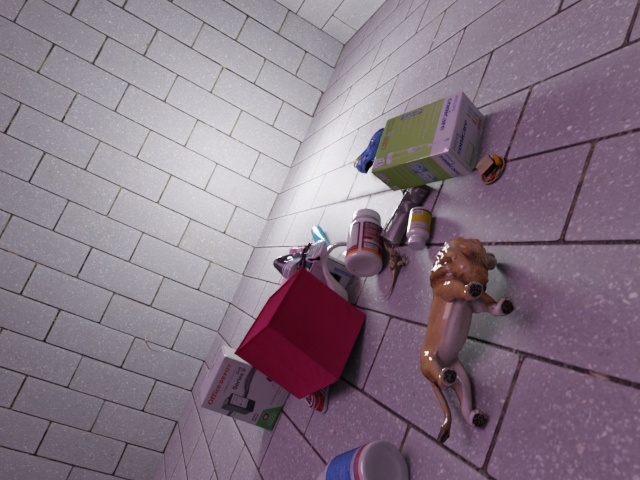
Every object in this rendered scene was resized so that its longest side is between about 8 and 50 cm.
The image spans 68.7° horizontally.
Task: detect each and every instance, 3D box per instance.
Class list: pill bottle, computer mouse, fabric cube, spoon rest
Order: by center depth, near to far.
[{"bbox_3d":[0.081,0.528,1.033,0.221,0.124,0.124,-45,26,44],"label":"pill bottle"},{"bbox_3d":[0.279,-0.032,1.330,0.065,0.065,0.116,-38,31,54],"label":"pill bottle"},{"bbox_3d":[-0.063,0.291,1.452,0.259,0.258,0.254,-45,12,47],"label":"fabric cube"},{"bbox_3d":[0.149,0.004,1.556,0.121,0.121,0.221,-47,24,42],"label":"pill bottle"},{"bbox_3d":[-0.019,0.047,1.586,0.193,0.042,0.106,-19,45,65],"label":"computer mouse"},{"bbox_3d":[0.048,0.142,1.590,0.137,0.084,0.276,-174,84,-82],"label":"spoon rest"}]

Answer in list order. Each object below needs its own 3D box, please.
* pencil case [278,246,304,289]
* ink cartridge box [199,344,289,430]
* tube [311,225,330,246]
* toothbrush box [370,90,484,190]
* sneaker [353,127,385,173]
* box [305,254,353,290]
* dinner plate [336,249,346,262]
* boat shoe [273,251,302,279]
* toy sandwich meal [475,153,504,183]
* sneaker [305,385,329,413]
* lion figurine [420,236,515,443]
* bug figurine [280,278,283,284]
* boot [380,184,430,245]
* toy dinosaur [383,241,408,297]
[{"bbox_3d":[-0.116,0.224,1.951,0.167,0.160,0.386,77,-150,-69],"label":"pencil case"},{"bbox_3d":[-0.277,0.548,1.742,0.211,0.289,0.121,-64,17,1],"label":"ink cartridge box"},{"bbox_3d":[0.000,0.000,2.111,0.080,0.052,0.207,-62,22,22],"label":"tube"},{"bbox_3d":[0.310,-0.282,1.380,0.283,0.122,0.206,-10,55,50],"label":"toothbrush box"},{"bbox_3d":[0.229,-0.370,1.960,0.082,0.069,0.209,39,95,38],"label":"sneaker"},{"bbox_3d":[-0.013,0.193,1.689,0.290,0.169,0.087,-62,20,4],"label":"box"},{"bbox_3d":[0.074,0.097,1.815,0.141,0.017,0.141,-52,23,33],"label":"dinner plate"},{"bbox_3d":[-0.064,0.091,1.796,0.102,0.301,0.108,30,110,30],"label":"boat shoe"},{"bbox_3d":[0.426,-0.182,1.177,0.085,0.029,0.086,-53,21,31],"label":"toy sandwich meal"},{"bbox_3d":[-0.010,0.472,1.458,0.042,0.067,0.118,-51,22,35],"label":"sneaker"},{"bbox_3d":[0.268,0.181,0.961,0.240,0.142,0.392,-159,91,-80],"label":"lion figurine"},{"bbox_3d":[-0.174,0.267,2.128,0.216,0.072,0.279,114,180,-67],"label":"bug figurine"},{"bbox_3d":[0.255,-0.099,1.502,0.190,0.076,0.209,-122,53,-70],"label":"boot"},{"bbox_3d":[0.222,0.076,1.399,0.093,0.053,0.183,111,164,-58],"label":"toy dinosaur"}]
